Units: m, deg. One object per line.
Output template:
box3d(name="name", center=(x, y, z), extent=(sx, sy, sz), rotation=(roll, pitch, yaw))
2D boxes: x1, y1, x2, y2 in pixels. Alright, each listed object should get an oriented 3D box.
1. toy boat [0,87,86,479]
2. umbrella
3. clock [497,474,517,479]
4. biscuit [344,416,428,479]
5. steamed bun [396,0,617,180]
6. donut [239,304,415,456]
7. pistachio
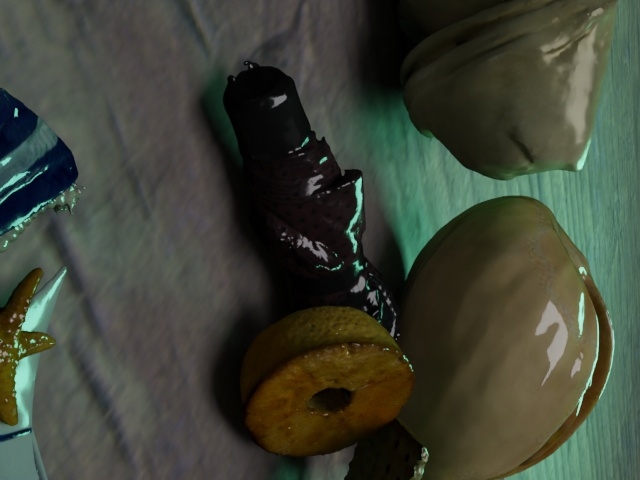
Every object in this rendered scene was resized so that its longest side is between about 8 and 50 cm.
box3d(name="toy boat", center=(-0.189, 0.077, 0.509), extent=(0.220, 0.067, 0.291), rotation=(-47, 145, -49))
box3d(name="umbrella", center=(0.000, 0.000, 0.791), extent=(0.094, 0.090, 0.326), rotation=(-41, 133, -25))
box3d(name="clock", center=(0.166, 0.324, 1.168), extent=(0.230, 0.083, 0.230), rotation=(-11, 102, -59))
box3d(name="biscuit", center=(0.030, 0.257, 0.823), extent=(0.139, 0.016, 0.231), rotation=(-147, -105, -73))
box3d(name="steamed bun", center=(0.169, -0.198, 0.968), extent=(0.276, 0.203, 0.289), rotation=(85, 18, -79))
box3d(name="donut", center=(0.002, 0.110, 0.777), extent=(0.152, 0.152, 0.058), rotation=(59, 7, -48))
box3d(name="pistachio", center=(0.175, 0.105, 1.006), extent=(0.230, 0.230, 0.309), rotation=(20, 94, -61))
